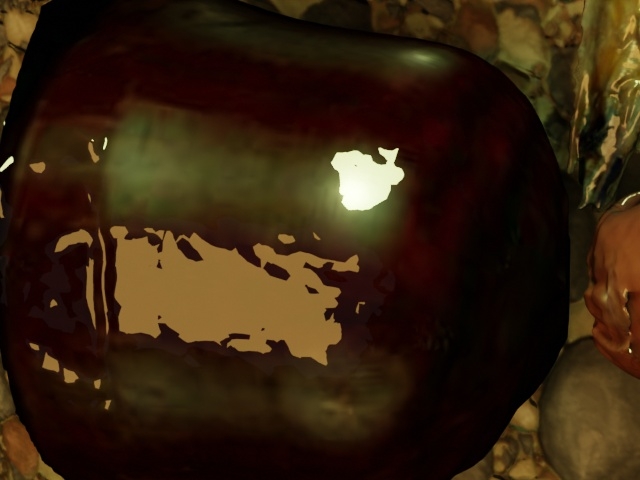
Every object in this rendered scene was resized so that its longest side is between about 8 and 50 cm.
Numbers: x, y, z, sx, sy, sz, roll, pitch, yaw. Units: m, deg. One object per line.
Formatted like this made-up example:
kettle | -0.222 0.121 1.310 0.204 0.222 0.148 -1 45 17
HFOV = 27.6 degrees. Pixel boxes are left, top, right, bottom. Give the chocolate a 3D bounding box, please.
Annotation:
chocolate | 0.000 0.000 0.876 0.331 0.383 0.383 -1 106 13

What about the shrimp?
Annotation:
shrimp | 0.241 -0.160 0.805 0.164 0.062 0.316 22 101 33

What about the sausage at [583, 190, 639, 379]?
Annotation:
sausage | 0.300 0.014 0.802 0.280 0.152 0.152 -14 99 31
